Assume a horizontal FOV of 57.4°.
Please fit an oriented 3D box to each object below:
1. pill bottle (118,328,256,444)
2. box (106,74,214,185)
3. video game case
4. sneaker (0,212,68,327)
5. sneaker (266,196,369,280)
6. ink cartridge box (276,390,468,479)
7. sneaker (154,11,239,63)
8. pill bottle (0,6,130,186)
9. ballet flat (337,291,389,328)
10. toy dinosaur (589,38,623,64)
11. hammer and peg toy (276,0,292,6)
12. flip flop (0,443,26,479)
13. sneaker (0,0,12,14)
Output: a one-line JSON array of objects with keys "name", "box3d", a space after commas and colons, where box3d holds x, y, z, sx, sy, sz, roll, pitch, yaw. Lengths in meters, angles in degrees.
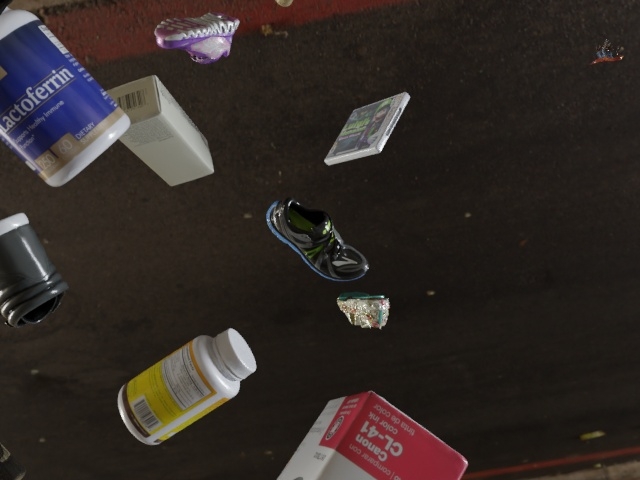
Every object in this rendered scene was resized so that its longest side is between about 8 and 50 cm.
[{"name": "pill bottle", "box3d": [-0.218, 0.238, 0.976, 0.215, 0.117, 0.117, -33, 139, 4]}, {"name": "box", "box3d": [-0.325, -0.218, 1.213, 0.113, 0.094, 0.275, -16, 161, 4]}, {"name": "video game case", "box3d": [0.107, -0.262, 1.382, 0.022, 0.173, 0.190, 41, 155, -27]}, {"name": "sneaker", "box3d": [-0.485, 0.071, 0.880, 0.296, 0.105, 0.146, -21, 100, 43]}, {"name": "sneaker", "box3d": [0.000, 0.000, 0.928, 0.188, 0.067, 0.078, 38, 147, -11]}, {"name": "ink cartridge box", "box3d": [-0.004, 0.325, 0.623, 0.131, 0.306, 0.226, 38, 159, 2]}, {"name": "sneaker", "box3d": [-0.273, -0.446, 1.317, 0.095, 0.236, 0.104, 27, 124, 20]}, {"name": "pill bottle", "box3d": [-0.410, -0.216, 0.809, 0.153, 0.153, 0.264, -29, 115, 26]}, {"name": "ballet flat", "box3d": [0.092, 0.160, 1.340, 0.091, 0.077, 0.241, -3, 178, -11]}, {"name": "toy dinosaur", "box3d": [0.669, -0.425, 1.353, 0.047, 0.082, 0.090, 7, 139, 3]}, {"name": "hammer and peg toy", "box3d": [-0.137, -0.638, 1.111, 0.266, 0.361, 0.127, 11, 153, -23]}, {"name": "flip flop", "box3d": [-0.422, 0.270, 0.680, 0.080, 0.112, 0.277, -39, 176, -24]}, {"name": "sneaker", "box3d": [-0.388, -0.164, 0.503, 0.146, 0.293, 0.102, 28, 161, 24]}]
